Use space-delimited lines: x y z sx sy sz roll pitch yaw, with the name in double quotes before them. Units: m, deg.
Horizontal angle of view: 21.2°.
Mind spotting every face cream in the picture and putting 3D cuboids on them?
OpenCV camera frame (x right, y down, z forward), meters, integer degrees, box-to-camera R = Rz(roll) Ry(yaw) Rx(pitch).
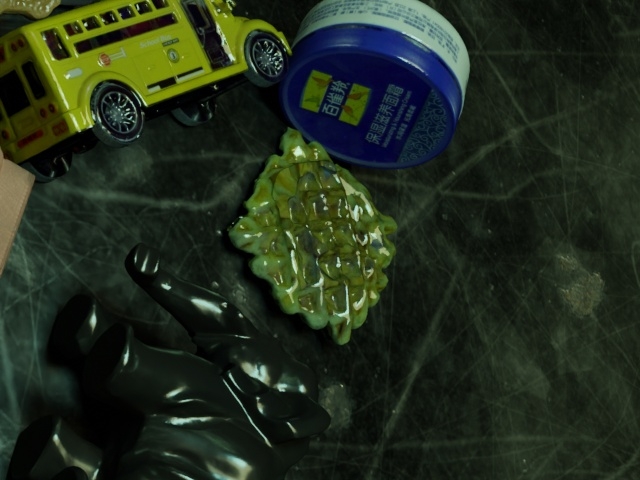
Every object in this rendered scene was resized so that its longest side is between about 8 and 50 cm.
"face cream" 0.063 -0.184 1.927 0.206 0.206 0.111 40 47 -29

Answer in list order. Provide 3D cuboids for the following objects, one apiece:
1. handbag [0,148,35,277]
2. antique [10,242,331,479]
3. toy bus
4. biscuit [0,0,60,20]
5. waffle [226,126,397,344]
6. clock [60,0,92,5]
"handbag" -0.368 -0.057 1.538 0.212 0.059 0.157 37 51 -29
"antique" -0.134 0.189 1.599 0.255 0.185 0.322 28 56 -27
"toy bus" -0.183 -0.175 1.713 0.331 0.145 0.151 -28 93 -47
"biscuit" -0.295 -0.298 1.622 0.133 0.027 0.184 -17 104 -38
"waffle" 0.002 0.000 1.904 0.204 0.054 0.223 48 45 -22
"clock" -0.243 -0.350 1.719 0.063 0.150 0.197 -2 75 -43
